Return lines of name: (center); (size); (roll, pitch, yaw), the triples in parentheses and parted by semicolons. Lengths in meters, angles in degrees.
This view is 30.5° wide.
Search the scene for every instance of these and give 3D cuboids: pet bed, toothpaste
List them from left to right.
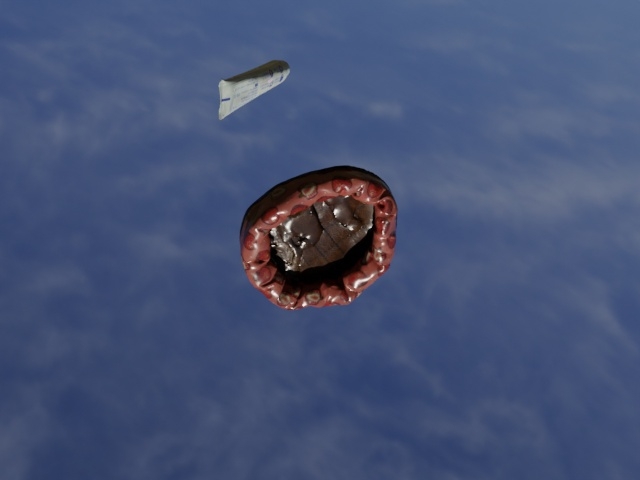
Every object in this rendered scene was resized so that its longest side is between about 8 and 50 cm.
toothpaste: (-0.089, -0.208, 1.551); (0.033, 0.052, 0.218); (10, -159, 16)
pet bed: (0.000, 0.000, 1.376); (0.201, 0.201, 0.053); (12, -146, -22)
